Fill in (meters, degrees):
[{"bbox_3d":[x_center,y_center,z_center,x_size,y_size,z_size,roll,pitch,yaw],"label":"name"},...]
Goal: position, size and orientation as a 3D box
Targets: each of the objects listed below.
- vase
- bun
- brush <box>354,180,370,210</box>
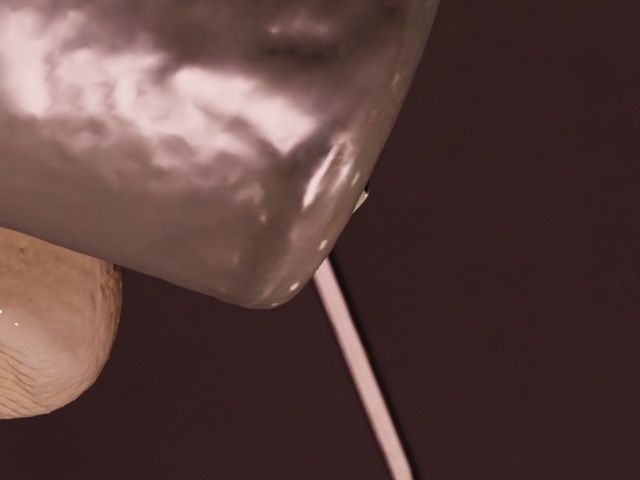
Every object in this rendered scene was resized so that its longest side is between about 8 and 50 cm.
[{"bbox_3d":[-0.117,-0.098,0.647,0.291,0.245,0.245,23,129,-10],"label":"vase"},{"bbox_3d":[-0.171,0.001,0.795,0.167,0.113,0.173,-3,149,23],"label":"bun"},{"bbox_3d":[0.000,0.000,0.811,0.013,0.016,0.083,25,130,-21],"label":"brush"}]
